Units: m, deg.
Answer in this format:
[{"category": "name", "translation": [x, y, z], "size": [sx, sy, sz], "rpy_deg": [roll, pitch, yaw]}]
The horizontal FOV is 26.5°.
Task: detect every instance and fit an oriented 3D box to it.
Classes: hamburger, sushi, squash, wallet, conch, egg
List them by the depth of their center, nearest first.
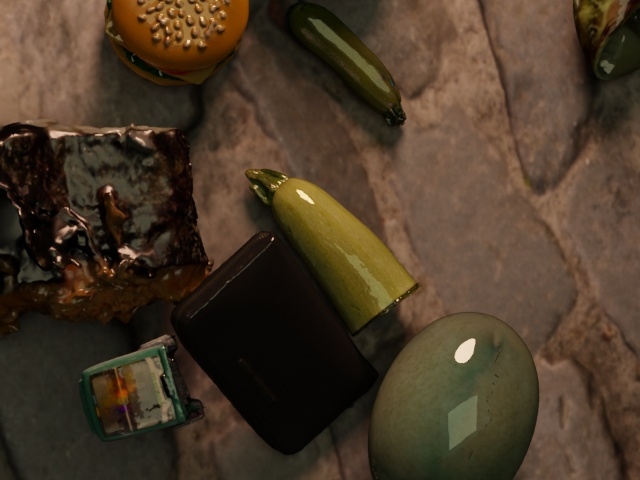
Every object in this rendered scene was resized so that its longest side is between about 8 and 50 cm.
[{"category": "sushi", "translation": [-0.284, -0.009, 1.355], "size": [0.348, 0.234, 0.208], "rpy_deg": [-8, 87, -7]}, {"category": "wallet", "translation": [-0.043, 0.117, 1.421], "size": [0.149, 0.044, 0.250], "rpy_deg": [-41, 125, -11]}, {"category": "egg", "translation": [0.140, 0.190, 1.434], "size": [0.169, 0.169, 0.237], "rpy_deg": [22, 79, -7]}, {"category": "hamburger", "translation": [-0.154, -0.245, 1.456], "size": [0.162, 0.115, 0.162], "rpy_deg": [1, 86, -10]}, {"category": "squash", "translation": [0.000, 0.000, 1.481], "size": [0.094, 0.094, 0.224], "rpy_deg": [-43, 86, -11]}, {"category": "squash", "translation": [0.033, -0.200, 1.518], "size": [0.183, 0.052, 0.052], "rpy_deg": [45, 79, -2]}, {"category": "conch", "translation": [0.376, -0.285, 1.551], "size": [0.181, 0.187, 0.124], "rpy_deg": [-5, 46, -23]}]

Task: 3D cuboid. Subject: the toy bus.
[{"category": "toy bus", "translation": [-0.175, 0.147, 1.338], "size": [0.109, 0.262, 0.091], "rpy_deg": [-17, 86, -6]}]
